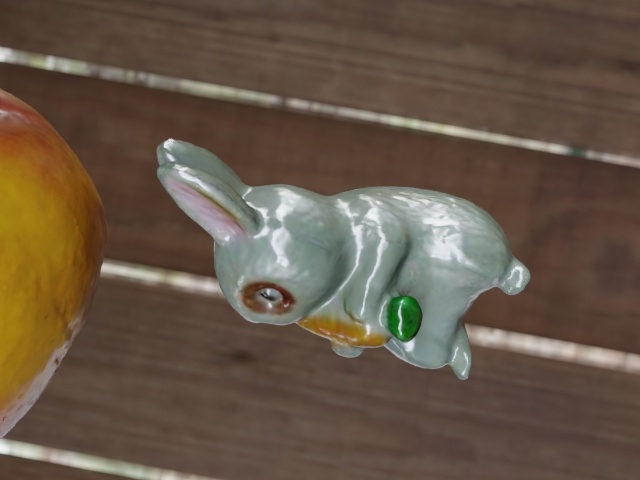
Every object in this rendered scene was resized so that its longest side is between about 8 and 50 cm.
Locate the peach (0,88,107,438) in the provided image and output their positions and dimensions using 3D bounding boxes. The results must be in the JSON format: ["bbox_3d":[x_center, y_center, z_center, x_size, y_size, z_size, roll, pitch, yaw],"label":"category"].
[{"bbox_3d":[-0.247,0.021,0.958,0.281,0.281,0.238,96,158,-52],"label":"peach"}]

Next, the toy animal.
[{"bbox_3d":[0.001,0.009,1.057,0.138,0.236,0.108,-103,30,-61],"label":"toy animal"}]
